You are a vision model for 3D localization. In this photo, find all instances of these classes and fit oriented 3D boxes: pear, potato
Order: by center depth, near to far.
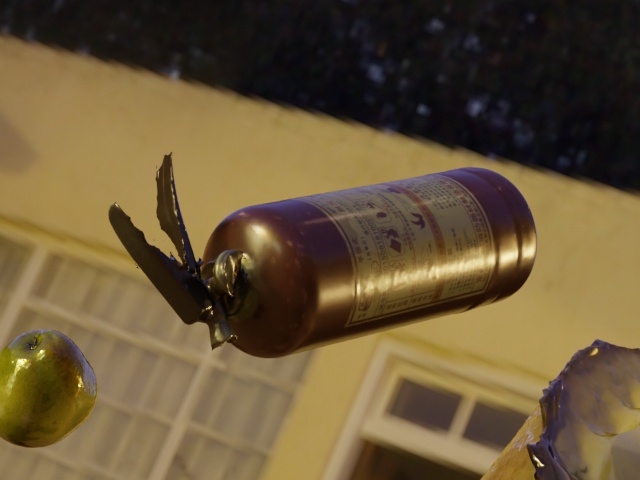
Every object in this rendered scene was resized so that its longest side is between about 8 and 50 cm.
[{"bbox_3d":[0.167,0.203,1.118,0.242,0.285,0.242,10,-66,22],"label":"potato"},{"bbox_3d":[-0.211,0.108,1.452,0.092,0.092,0.097,25,-62,-4],"label":"pear"}]

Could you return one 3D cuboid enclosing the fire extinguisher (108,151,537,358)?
[{"bbox_3d":[0.000,0.000,0.897,0.231,0.099,0.071,-9,-15,-45],"label":"fire extinguisher"}]
